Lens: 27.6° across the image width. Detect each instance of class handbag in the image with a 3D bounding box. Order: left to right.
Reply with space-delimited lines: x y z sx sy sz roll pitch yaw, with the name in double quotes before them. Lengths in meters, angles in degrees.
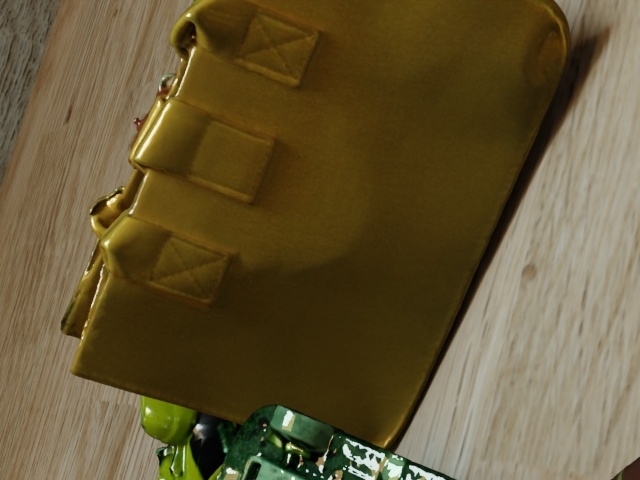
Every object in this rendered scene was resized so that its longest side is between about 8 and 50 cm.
"handbag" -0.012 -0.050 1.004 0.401 0.283 0.133 -66 21 13

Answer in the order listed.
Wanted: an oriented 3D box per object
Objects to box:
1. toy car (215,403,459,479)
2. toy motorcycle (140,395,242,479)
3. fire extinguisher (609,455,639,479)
"toy car" 0.048 0.215 0.874 0.306 0.125 0.136 16 81 43
"toy motorcycle" -0.073 0.220 1.102 0.206 0.142 0.342 -57 29 24
"fire extinguisher" 0.215 0.112 0.701 0.158 0.043 0.064 -50 61 37
